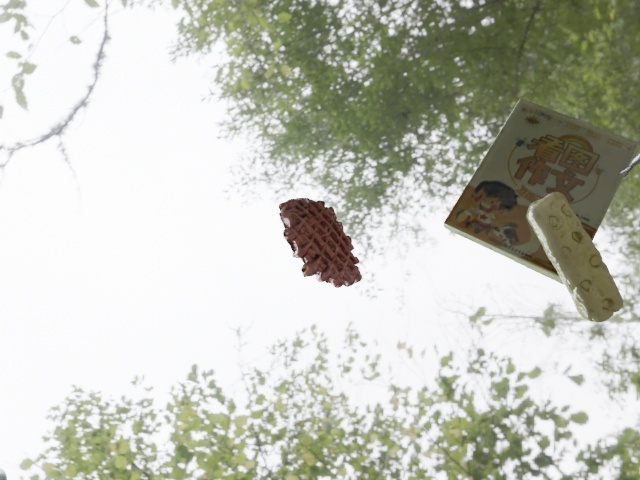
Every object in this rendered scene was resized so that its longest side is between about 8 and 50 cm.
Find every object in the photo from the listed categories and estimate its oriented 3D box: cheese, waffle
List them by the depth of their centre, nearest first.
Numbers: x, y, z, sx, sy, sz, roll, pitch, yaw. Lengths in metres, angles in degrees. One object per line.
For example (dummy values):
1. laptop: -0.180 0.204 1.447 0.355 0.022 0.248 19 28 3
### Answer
1. cheese: 0.355 0.024 0.916 0.065 0.043 0.194 -30 -85 4
2. waffle: 0.000 0.000 1.391 0.234 0.055 0.221 12 -129 -52

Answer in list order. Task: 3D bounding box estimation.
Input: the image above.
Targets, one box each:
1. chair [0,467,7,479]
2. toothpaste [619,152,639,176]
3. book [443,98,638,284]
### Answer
1. chair: -0.460 0.398 0.723 0.191 0.203 0.274 6 -78 -20
2. toothpaste: 0.450 -0.174 0.758 0.099 0.282 0.068 -10 -110 -10
3. book: 0.352 -0.088 1.040 0.295 0.208 0.020 -55 -20 -24
